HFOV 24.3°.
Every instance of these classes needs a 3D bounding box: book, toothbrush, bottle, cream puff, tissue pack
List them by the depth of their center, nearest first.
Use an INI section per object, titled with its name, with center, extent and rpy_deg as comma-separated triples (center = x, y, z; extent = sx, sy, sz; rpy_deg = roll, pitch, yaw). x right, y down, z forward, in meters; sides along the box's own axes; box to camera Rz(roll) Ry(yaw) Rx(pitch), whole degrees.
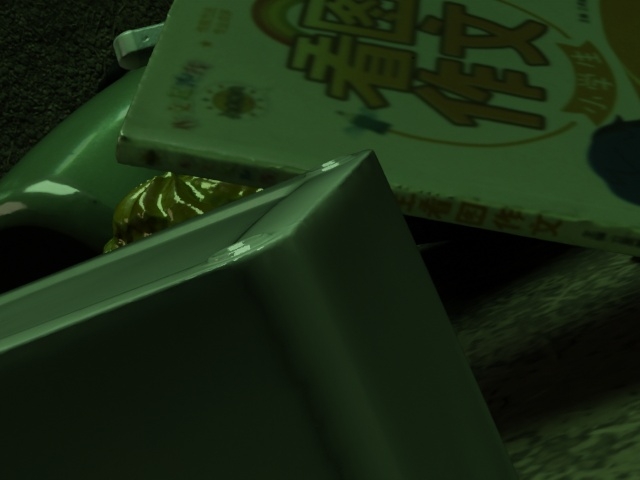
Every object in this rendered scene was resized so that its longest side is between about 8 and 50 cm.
[tissue pack]
center = -0.077, 0.085, 0.453
extent = 0.246, 0.136, 0.159
rpy_deg = -20, 8, 16
[book]
center = 0.079, -0.065, 0.639
extent = 0.295, 0.020, 0.208
rpy_deg = 10, 36, 0
[cream puff]
center = -0.050, 0.023, 0.811
extent = 0.121, 0.156, 0.156
rpy_deg = -42, 3, 14
[toothbrush]
center = 0.028, -0.169, 1.001
extent = 0.342, 0.025, 0.030
rpy_deg = -16, -19, -12
[bottle]
center = -0.116, -0.049, 1.100
extent = 0.168, 0.168, 0.347
rpy_deg = -18, 24, 31

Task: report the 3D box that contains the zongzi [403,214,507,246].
[zongzi]
center = 0.179, -0.143, 0.879
extent = 0.447, 0.181, 0.418
rpy_deg = -21, -15, 9
